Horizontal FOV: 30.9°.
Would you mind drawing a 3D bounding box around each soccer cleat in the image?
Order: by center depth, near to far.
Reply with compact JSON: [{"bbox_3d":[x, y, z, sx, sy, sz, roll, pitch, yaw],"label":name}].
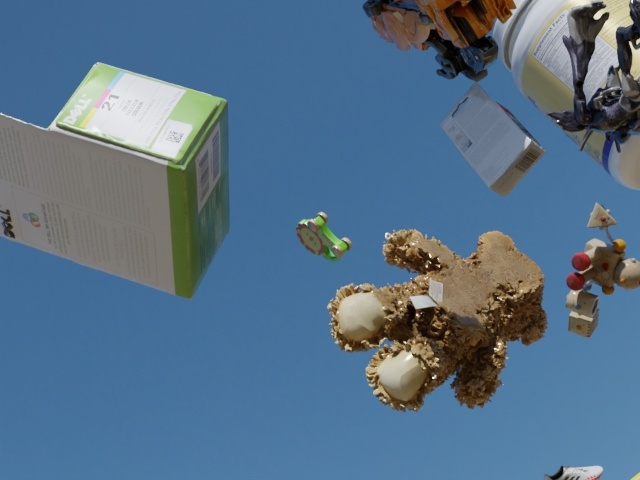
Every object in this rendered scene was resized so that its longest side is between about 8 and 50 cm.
[{"bbox_3d":[0.338,0.314,1.549,0.083,0.029,0.035,-19,-74,-2],"label":"soccer cleat"}]

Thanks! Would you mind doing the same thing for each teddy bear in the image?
[{"bbox_3d":[0.149,0.103,1.469,0.338,0.245,0.113,-44,-12,-48],"label":"teddy bear"}]

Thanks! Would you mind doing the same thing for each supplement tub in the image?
[{"bbox_3d":[0.447,-0.263,1.781,0.241,0.331,0.241,-26,-35,-20],"label":"supplement tub"}]

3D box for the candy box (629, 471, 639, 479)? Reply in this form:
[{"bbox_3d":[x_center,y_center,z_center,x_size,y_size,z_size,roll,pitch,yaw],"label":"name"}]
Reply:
[{"bbox_3d":[0.382,0.370,1.304,0.105,0.205,0.027,-27,6,-33],"label":"candy box"}]

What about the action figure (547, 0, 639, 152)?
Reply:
[{"bbox_3d":[0.350,-0.191,1.261,0.164,0.140,0.275,9,-17,-4],"label":"action figure"}]

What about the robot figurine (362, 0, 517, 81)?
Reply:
[{"bbox_3d":[0.100,-0.270,1.181,0.085,0.291,0.211,-35,-68,-8],"label":"robot figurine"}]

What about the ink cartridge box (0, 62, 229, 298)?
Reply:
[{"bbox_3d":[-0.220,-0.070,1.072,0.188,0.255,0.097,95,-164,-50],"label":"ink cartridge box"}]

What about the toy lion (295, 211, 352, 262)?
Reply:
[{"bbox_3d":[0.000,0.000,2.052,0.034,0.100,0.096,-40,-7,-31],"label":"toy lion"}]

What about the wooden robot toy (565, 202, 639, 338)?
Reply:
[{"bbox_3d":[0.328,0.044,1.309,0.076,0.079,0.173,-31,-45,-50],"label":"wooden robot toy"}]

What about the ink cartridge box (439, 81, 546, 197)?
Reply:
[{"bbox_3d":[0.171,-0.103,1.163,0.029,0.115,0.063,25,-66,-40],"label":"ink cartridge box"}]
